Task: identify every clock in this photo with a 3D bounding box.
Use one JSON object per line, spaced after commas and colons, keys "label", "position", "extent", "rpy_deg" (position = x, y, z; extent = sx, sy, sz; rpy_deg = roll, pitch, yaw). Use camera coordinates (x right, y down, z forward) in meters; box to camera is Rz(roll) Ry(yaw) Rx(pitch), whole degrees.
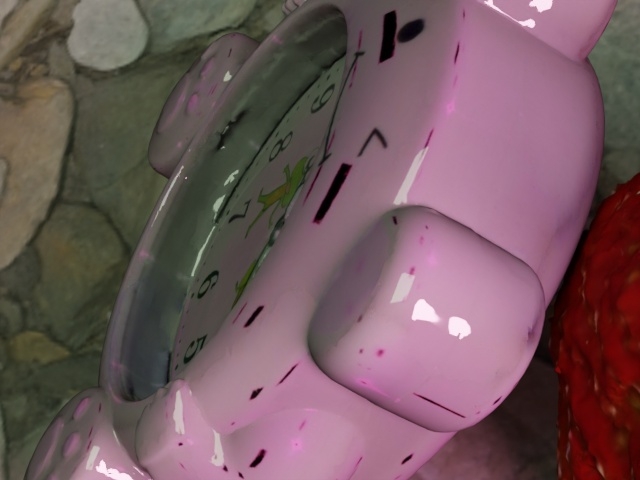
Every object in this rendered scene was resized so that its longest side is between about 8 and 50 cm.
{"label": "clock", "position": [0.000, 0.000, 0.896], "extent": [0.322, 0.113, 0.295], "rpy_deg": [-33, 34, 53]}

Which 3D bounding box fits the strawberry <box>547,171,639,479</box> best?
{"label": "strawberry", "position": [0.209, 0.047, 0.777], "extent": [0.257, 0.277, 0.257], "rpy_deg": [-9, 64, 19]}
